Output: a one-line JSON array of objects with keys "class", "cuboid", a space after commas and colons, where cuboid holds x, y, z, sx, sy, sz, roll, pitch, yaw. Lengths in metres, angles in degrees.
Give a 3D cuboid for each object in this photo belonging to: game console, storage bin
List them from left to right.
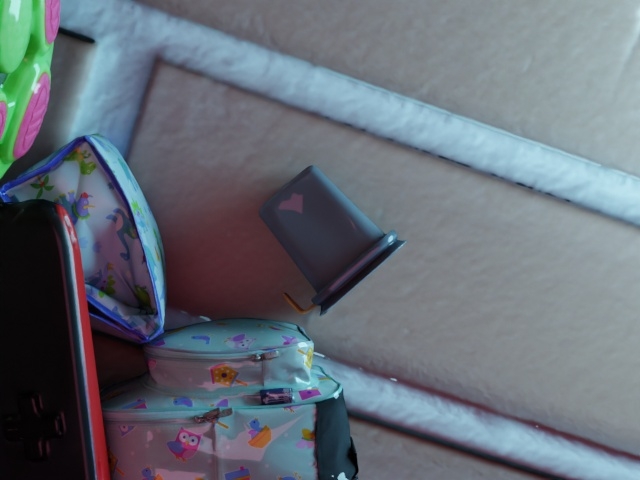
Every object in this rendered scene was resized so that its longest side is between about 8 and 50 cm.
[{"class": "game console", "cuboid": [-0.330, 0.154, 0.985, 0.386, 0.060, 0.342, -5, 98, 19]}, {"class": "storage bin", "cuboid": [0.000, 0.000, 1.032, 0.098, 0.135, 0.091, -41, 86, 1]}]

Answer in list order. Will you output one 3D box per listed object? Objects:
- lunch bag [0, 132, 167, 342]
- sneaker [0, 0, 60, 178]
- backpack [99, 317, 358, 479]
[{"class": "lunch bag", "cuboid": [-0.163, 0.002, 1.013, 0.096, 0.129, 0.151, -34, 98, 1]}, {"class": "sneaker", "cuboid": [-0.350, -0.032, 0.855, 0.202, 0.185, 0.483, 46, 106, 2]}, {"class": "backpack", "cuboid": [-0.080, 0.134, 1.016, 0.188, 0.166, 0.144, -12, 97, -6]}]
